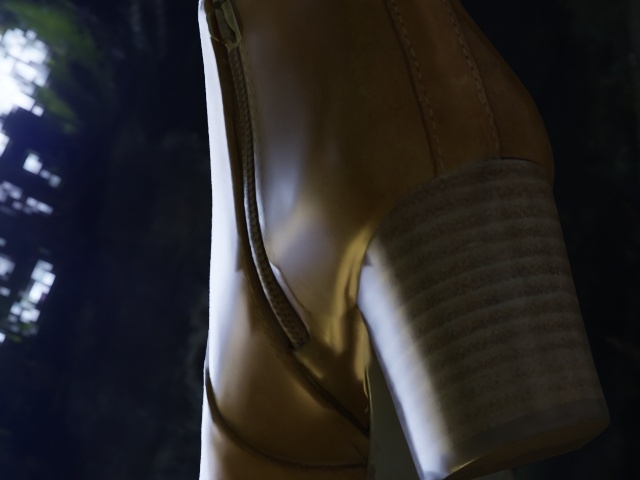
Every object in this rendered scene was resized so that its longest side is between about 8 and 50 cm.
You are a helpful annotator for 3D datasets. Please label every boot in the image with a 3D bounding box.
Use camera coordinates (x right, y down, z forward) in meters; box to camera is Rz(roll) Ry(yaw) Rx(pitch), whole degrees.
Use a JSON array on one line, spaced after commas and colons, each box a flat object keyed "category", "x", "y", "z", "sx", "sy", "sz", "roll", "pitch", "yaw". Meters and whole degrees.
[{"category": "boot", "x": -0.001, "y": 0.000, "z": 0.641, "sx": 0.295, "sy": 0.104, "sz": 0.211, "roll": 129, "pitch": -53, "yaw": -62}]
